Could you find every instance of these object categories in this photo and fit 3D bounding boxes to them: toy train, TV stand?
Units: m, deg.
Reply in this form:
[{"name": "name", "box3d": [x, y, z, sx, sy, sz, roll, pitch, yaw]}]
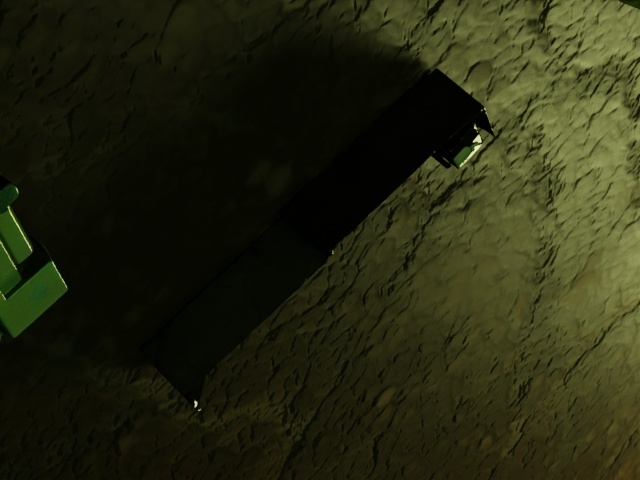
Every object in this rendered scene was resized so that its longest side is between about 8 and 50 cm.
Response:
[{"name": "toy train", "box3d": [-0.181, 0.014, 0.939, 0.081, 0.050, 0.122, -42, 146, -18]}, {"name": "TV stand", "box3d": [0.000, 0.000, 1.134, 0.256, 0.049, 0.040, -44, 148, -8]}]

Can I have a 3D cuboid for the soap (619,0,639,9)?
[{"name": "soap", "box3d": [0.274, -0.307, 0.977, 0.306, 0.115, 0.427, 22, 95, -18]}]
